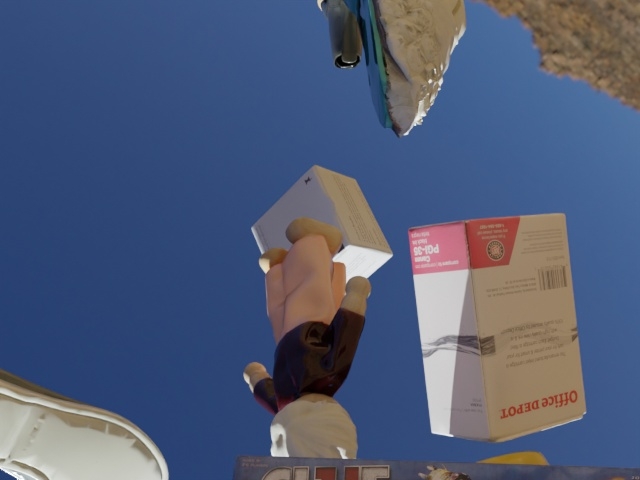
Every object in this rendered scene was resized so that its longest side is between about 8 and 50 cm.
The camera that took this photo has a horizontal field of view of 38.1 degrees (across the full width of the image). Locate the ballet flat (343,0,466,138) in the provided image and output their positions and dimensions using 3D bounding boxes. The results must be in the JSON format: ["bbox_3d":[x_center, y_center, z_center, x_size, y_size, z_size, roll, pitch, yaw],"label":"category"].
[{"bbox_3d":[0.096,-0.282,1.081,0.147,0.147,0.409,26,-147,-31],"label":"ballet flat"}]

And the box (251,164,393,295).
[{"bbox_3d":[0.000,0.000,1.626,0.119,0.182,0.181,15,-139,-46],"label":"box"}]

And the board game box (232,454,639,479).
[{"bbox_3d":[0.090,0.165,0.500,0.165,0.243,0.042,67,-154,-56],"label":"board game box"}]

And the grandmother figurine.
[{"bbox_3d":[-0.009,0.119,1.035,0.104,0.208,0.342,20,-143,-20],"label":"grandmother figurine"}]

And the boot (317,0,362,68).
[{"bbox_3d":[0.032,-0.300,1.349,0.198,0.076,0.137,51,-142,-83],"label":"boot"}]

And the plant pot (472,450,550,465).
[{"bbox_3d":[0.229,0.392,1.102,0.254,0.254,0.239,12,-128,-44],"label":"plant pot"}]

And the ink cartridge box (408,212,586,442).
[{"bbox_3d":[0.240,0.111,1.255,0.207,0.117,0.283,-4,-92,-38],"label":"ink cartridge box"}]

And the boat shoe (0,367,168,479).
[{"bbox_3d":[-0.290,0.201,0.974,0.319,0.116,0.099,38,174,-41],"label":"boat shoe"}]
